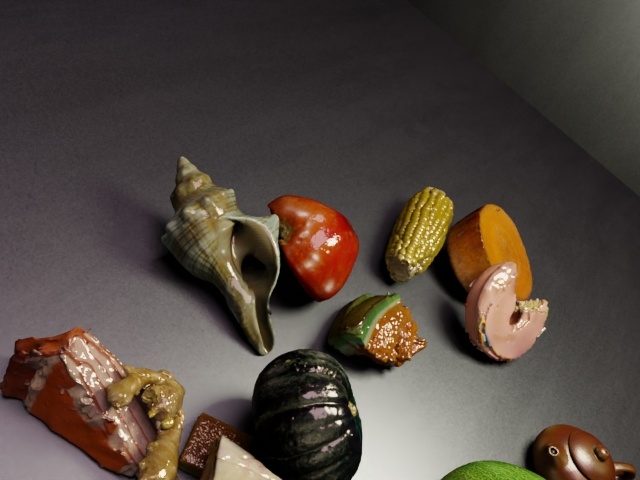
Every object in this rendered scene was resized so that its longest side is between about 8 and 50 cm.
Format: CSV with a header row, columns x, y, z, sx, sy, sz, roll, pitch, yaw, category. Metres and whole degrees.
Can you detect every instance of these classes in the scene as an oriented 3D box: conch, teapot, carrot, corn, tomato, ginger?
x,y,z,sx,sy,sz,roll,pitch,yaw,category
-0.165,0.014,1.146,0.386,0.203,0.169,59,12,-9,conch
0.535,0.451,1.226,0.252,0.135,0.178,17,47,-20,teapot
0.441,0.047,1.542,0.307,0.100,0.258,25,55,-37,carrot
0.242,-0.020,1.497,0.130,0.130,0.347,35,42,0,corn
0.000,0.000,1.232,0.232,0.140,0.200,67,9,29,tomato
-0.224,0.265,0.863,0.193,0.053,0.176,57,28,-18,ginger

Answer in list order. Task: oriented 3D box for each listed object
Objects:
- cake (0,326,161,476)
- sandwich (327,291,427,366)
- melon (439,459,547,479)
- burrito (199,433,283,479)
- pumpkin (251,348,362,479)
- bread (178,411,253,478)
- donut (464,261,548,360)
x,y,z,sx,sy,sz,roll,pitch,yaw,category
-0.312,0.227,0.869,0.287,0.135,0.098,39,23,-11,cake
0.107,0.191,1.213,0.159,0.109,0.185,58,38,-4,sandwich
0.294,0.427,1.037,0.265,0.129,0.169,8,14,-32,melon
-0.063,0.387,0.801,0.299,0.105,0.143,32,30,15,burrito
-0.022,0.276,0.943,0.162,0.220,0.220,-17,53,0,pumpkin
-0.158,0.321,0.935,0.095,0.035,0.090,29,40,-7,bread
0.409,0.170,1.394,0.233,0.085,0.199,45,74,-30,donut
